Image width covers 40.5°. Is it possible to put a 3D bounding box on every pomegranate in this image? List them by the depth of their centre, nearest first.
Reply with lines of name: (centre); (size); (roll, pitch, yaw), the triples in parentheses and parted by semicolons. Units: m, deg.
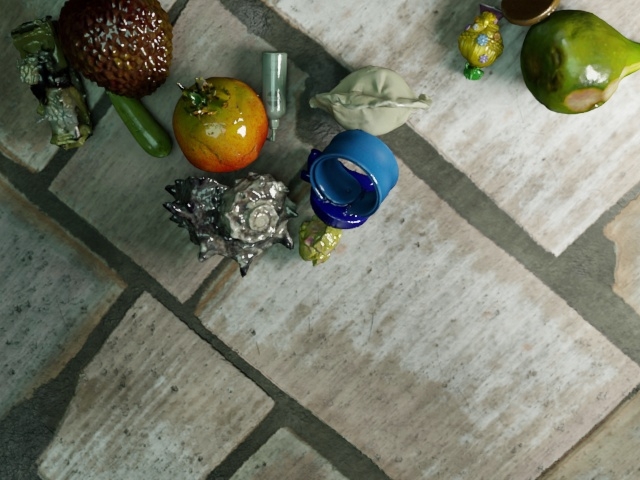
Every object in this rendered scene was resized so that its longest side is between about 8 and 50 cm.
pomegranate: (-0.217, -0.250, 1.839); (0.210, 0.235, 0.210); (-8, 65, 18)

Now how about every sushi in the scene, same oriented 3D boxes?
sushi: (-0.607, -0.342, 1.927); (0.139, 0.131, 0.291); (-12, 111, 10)

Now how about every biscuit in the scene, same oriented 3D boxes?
biscuit: (0.415, -0.495, 1.720); (0.124, 0.175, 0.026); (-19, 144, 24)

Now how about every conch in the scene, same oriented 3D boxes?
conch: (-0.190, -0.060, 1.893); (0.313, 0.186, 0.240); (17, 132, -12)

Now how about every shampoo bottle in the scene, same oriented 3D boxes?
shampoo bottle: (-0.101, -0.312, 1.893); (0.056, 0.056, 0.195); (3, 106, 8)

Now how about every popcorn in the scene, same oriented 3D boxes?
popcorn: (-0.001, 0.001, 1.947); (0.097, 0.109, 0.089); (-5, 143, 45)

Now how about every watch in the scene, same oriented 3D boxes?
watch: (0.060, -0.138, 1.826); (0.196, 0.171, 0.200); (26, 143, -2)

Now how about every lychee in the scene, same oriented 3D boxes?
lychee: (-0.424, -0.425, 1.825); (0.236, 0.236, 0.271); (-20, 126, 13)

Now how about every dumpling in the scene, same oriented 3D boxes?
dumpling: (0.108, -0.288, 1.795); (0.258, 0.193, 0.147); (1, 97, -4)

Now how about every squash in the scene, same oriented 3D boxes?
squash: (-0.408, -0.268, 1.947); (0.066, 0.066, 0.201); (-37, 97, 16)

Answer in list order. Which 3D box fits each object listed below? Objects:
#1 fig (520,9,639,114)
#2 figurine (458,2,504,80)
fig: (0.545, -0.363, 1.733); (0.275, 0.206, 0.206); (-13, 105, -17)
figurine: (0.327, -0.402, 1.774); (0.095, 0.115, 0.156); (26, 110, 12)
